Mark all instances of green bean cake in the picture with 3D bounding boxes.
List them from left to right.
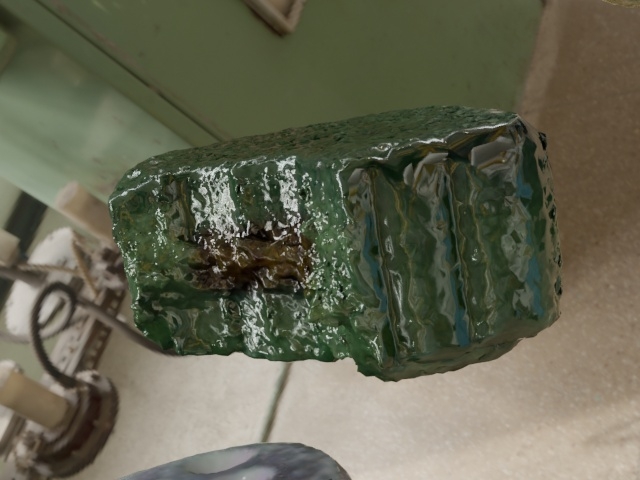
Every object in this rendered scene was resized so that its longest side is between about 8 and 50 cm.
[{"bbox_3d":[0.000,0.000,0.716,0.308,0.169,0.300,-10,12,-5],"label":"green bean cake"}]

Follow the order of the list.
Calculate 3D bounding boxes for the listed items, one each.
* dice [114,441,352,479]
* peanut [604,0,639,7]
[{"bbox_3d":[-0.081,0.327,0.716,0.270,0.271,0.270,-15,4,-16],"label":"dice"},{"bbox_3d":[0.256,-0.206,0.679,0.175,0.080,0.080,15,67,7],"label":"peanut"}]
